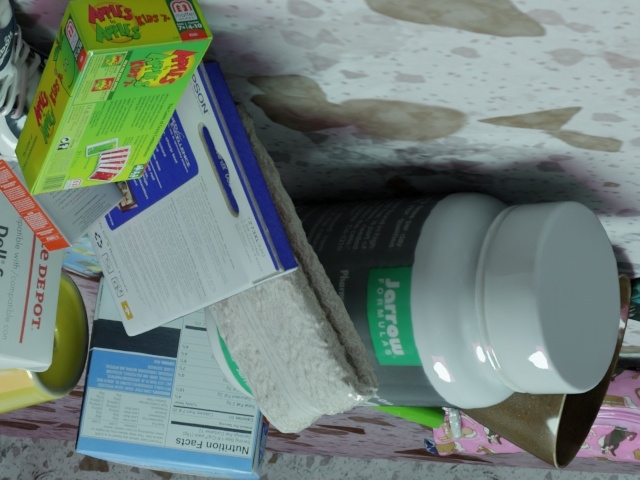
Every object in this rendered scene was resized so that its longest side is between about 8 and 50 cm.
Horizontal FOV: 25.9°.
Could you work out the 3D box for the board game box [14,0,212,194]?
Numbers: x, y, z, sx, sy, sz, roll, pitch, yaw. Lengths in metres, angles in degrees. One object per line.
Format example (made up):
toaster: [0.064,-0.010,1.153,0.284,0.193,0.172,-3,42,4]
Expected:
board game box: [-0.152,-0.103,0.999,0.092,0.043,0.181,-12,156,-31]

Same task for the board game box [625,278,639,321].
board game box: [0.418,0.077,1.568,0.186,0.026,0.126,15,163,-24]

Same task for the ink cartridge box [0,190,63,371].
ink cartridge box: [-0.365,0.011,1.344,0.119,0.207,0.353,-7,165,43]

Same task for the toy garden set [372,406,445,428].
toy garden set: [0.035,0.103,1.620,0.204,0.049,0.244,21,-158,-20]

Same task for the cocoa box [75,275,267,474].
cocoa box: [-0.179,0.196,1.866,0.232,0.227,0.347,7,169,0]

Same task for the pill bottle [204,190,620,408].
pill bottle: [0.084,0.058,1.328,0.361,0.204,0.204,-4,161,36]

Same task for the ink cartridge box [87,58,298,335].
ink cartridge box: [-0.114,-0.032,1.150,0.069,0.175,0.371,-21,179,-25]

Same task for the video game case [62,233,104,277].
video game case: [-0.242,0.000,1.619,0.285,0.025,0.204,-4,161,38]

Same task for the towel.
towel: [-0.056,0.030,1.218,0.049,0.282,0.187,-25,175,-27]

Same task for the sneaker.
sneaker: [-0.236,-0.123,1.029,0.235,0.094,0.153,28,165,-29]

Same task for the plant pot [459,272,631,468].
plant pot: [0.187,0.103,1.501,0.230,0.215,0.215,19,170,23]

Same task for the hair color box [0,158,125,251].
hair color box: [-0.234,-0.068,1.150,0.043,0.072,0.141,-10,119,52]

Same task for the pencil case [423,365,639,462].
pencil case: [0.339,0.240,1.964,0.386,0.167,0.160,2,128,20]

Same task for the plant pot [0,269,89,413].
plant pot: [-0.434,0.123,1.750,0.239,0.254,0.254,-4,162,19]
